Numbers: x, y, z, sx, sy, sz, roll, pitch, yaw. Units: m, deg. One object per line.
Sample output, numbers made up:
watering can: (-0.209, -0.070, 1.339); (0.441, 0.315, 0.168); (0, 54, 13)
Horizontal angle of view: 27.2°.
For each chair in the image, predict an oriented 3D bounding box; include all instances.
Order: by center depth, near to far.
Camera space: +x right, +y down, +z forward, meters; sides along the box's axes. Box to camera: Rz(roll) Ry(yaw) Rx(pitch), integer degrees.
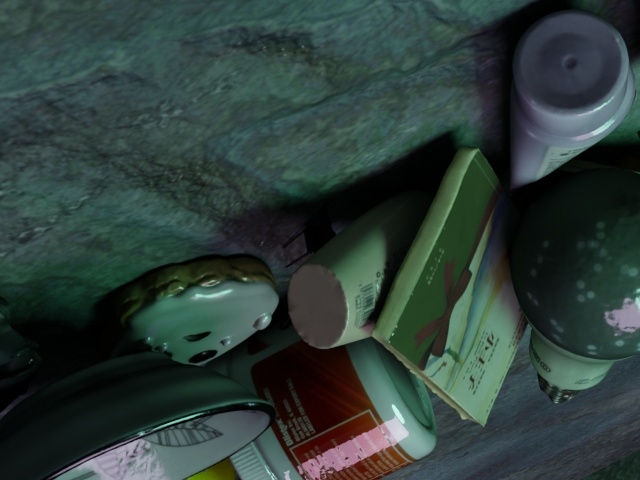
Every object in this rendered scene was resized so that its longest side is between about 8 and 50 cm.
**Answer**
chair: (0.002, 0.000, 1.248); (0.042, 0.037, 0.086); (7, 149, -31)

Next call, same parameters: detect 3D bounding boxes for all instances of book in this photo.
book: (0.146, 0.053, 1.280); (0.201, 0.026, 0.289); (-65, 149, -11)

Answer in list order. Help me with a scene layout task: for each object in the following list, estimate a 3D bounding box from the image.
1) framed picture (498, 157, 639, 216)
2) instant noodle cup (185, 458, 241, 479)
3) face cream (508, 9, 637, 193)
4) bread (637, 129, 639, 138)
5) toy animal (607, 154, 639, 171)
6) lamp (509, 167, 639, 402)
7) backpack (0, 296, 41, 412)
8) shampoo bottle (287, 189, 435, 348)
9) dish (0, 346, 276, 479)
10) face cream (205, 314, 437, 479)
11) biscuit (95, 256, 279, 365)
framed picture: (0.292, -0.007, 1.396); (0.273, 0.016, 0.216); (9, 146, -14)
instant noodle cup: (-0.208, 0.269, 1.448); (0.153, 0.205, 0.205); (14, 137, -46)
face cream: (0.221, -0.115, 1.155); (0.154, 0.096, 0.274); (-40, 165, 1)
bread: (0.365, -0.132, 1.059); (0.163, 0.204, 0.262); (-30, 145, -11)
toy animal: (0.310, -0.006, 1.494); (0.158, 0.097, 0.312); (9, 145, -33)
lamp: (0.268, 0.075, 1.302); (0.182, 0.182, 0.313); (-14, 131, -23)
backpack: (-0.345, 0.113, 1.062); (0.258, 0.133, 0.206); (-7, 156, -50)
shampoo bottle: (0.067, 0.022, 1.241); (0.078, 0.127, 0.257); (9, -160, 34)
dish: (-0.200, 0.178, 1.204); (0.316, 0.106, 0.316); (-25, 166, -7)
face cream: (0.003, 0.173, 1.419); (0.187, 0.201, 0.201); (-28, 157, 11)
biscuit: (-0.128, 0.084, 1.296); (0.181, 0.049, 0.208); (-8, 152, -30)
